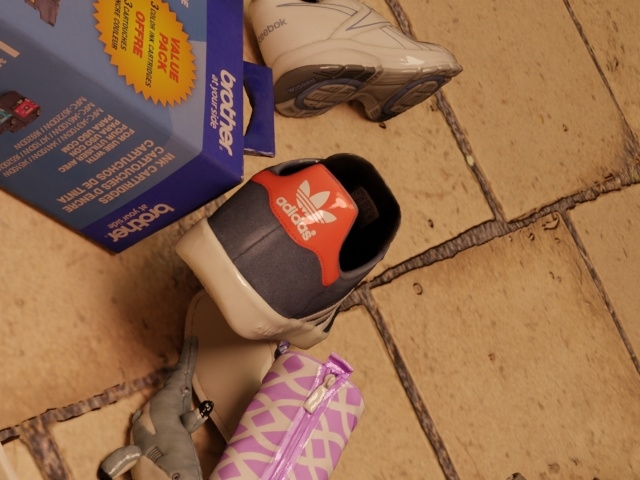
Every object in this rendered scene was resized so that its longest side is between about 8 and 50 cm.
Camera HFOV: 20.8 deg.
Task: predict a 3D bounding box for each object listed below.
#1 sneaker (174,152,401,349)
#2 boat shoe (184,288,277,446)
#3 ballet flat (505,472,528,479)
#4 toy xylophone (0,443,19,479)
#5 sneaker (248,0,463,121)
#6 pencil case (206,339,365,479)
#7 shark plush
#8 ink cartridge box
[{"bbox_3d":[0.000,0.000,1.408,0.131,0.148,0.350,53,6,3],"label":"sneaker"},{"bbox_3d":[-0.059,0.137,1.411,0.065,0.075,0.206,102,-34,-69],"label":"boat shoe"},{"bbox_3d":[0.141,0.259,1.600,0.068,0.072,0.213,42,24,22],"label":"ballet flat"},{"bbox_3d":[-0.284,0.192,0.952,0.236,0.081,0.322,63,31,-27],"label":"toy xylophone"},{"bbox_3d":[0.042,-0.197,1.759,0.297,0.111,0.129,1,60,-57],"label":"sneaker"},{"bbox_3d":[-0.037,0.178,1.304,0.086,0.088,0.206,35,60,-12],"label":"pencil case"},{"bbox_3d":[-0.102,0.143,1.312,0.073,0.067,0.161,49,33,-21],"label":"shark plush"},{"bbox_3d":[-0.198,-0.176,1.348,0.395,0.151,0.270,35,40,-40],"label":"ink cartridge box"}]
